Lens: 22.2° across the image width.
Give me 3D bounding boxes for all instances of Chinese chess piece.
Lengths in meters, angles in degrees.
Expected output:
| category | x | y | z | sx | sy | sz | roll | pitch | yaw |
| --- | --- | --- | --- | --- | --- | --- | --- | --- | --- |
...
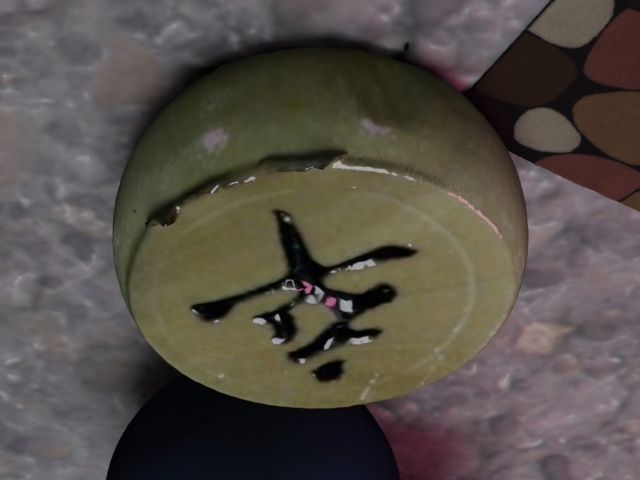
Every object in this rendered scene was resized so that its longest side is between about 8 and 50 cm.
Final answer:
| category | x | y | z | sx | sy | sz | roll | pitch | yaw |
| --- | --- | --- | --- | --- | --- | --- | --- | --- | --- |
| Chinese chess piece | 0.000 | 0.000 | 0.742 | 0.188 | 0.083 | 0.188 | -1 | 137 | -1 |

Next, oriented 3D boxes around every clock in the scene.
| category | x | y | z | sx | sy | sz | roll | pitch | yaw |
| --- | --- | --- | --- | --- | --- | --- | --- | --- | --- |
| clock | -0.014 | 0.162 | 0.877 | 0.199 | 0.146 | 0.243 | -25 | 137 | 17 |

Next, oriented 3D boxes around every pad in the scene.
| category | x | y | z | sx | sy | sz | roll | pitch | yaw |
| --- | --- | --- | --- | --- | --- | --- | --- | --- | --- |
| pad | 0.182 | -0.094 | 0.699 | 0.158 | 0.003 | 0.235 | 22 | 133 | -24 |
